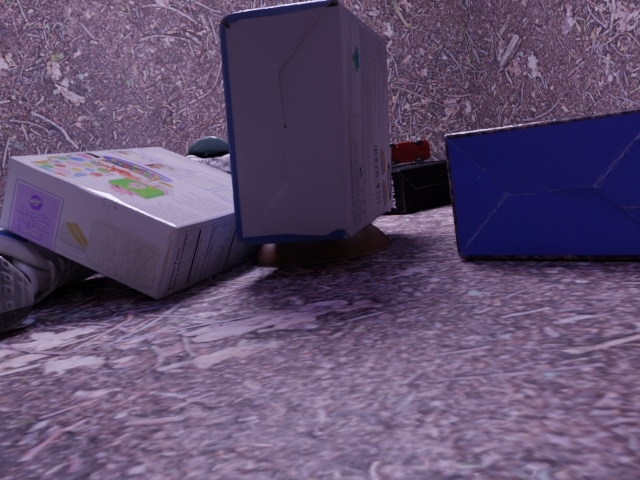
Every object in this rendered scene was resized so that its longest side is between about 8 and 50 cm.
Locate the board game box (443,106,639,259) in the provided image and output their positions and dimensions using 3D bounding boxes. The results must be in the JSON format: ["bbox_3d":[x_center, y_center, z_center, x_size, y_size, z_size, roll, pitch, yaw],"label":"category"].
[{"bbox_3d":[0.322,-0.075,0.778,0.232,0.141,0.291,-1,10,45],"label":"board game box"}]

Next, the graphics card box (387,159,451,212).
[{"bbox_3d":[0.131,-0.118,1.530,0.233,0.094,0.371,-13,8,-38],"label":"graphics card box"}]

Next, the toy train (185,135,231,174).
[{"bbox_3d":[-0.108,-0.088,1.225,0.334,0.142,0.190,-6,-38,-17],"label":"toy train"}]

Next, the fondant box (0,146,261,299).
[{"bbox_3d":[-0.221,-0.042,0.940,0.238,0.096,0.330,22,15,15],"label":"fondant box"}]

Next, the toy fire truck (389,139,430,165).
[{"bbox_3d":[0.120,-0.178,1.460,0.192,0.047,0.135,-10,7,-20],"label":"toy fire truck"}]

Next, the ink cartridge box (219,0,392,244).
[{"bbox_3d":[0.009,-0.155,0.955,0.151,0.269,0.395,0,9,16],"label":"ink cartridge box"}]

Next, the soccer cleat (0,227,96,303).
[{"bbox_3d":[-0.372,0.036,0.895,0.143,0.116,0.331,28,18,27],"label":"soccer cleat"}]

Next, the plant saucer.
[{"bbox_3d":[0.000,0.000,0.969,0.199,0.036,0.198,-9,7,1],"label":"plant saucer"}]

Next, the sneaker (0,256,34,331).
[{"bbox_3d":[-0.445,0.063,0.684,0.297,0.110,0.129,0,-22,-19],"label":"sneaker"}]
